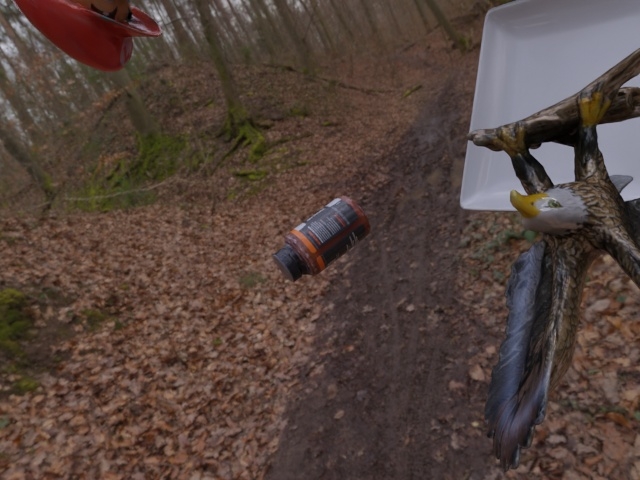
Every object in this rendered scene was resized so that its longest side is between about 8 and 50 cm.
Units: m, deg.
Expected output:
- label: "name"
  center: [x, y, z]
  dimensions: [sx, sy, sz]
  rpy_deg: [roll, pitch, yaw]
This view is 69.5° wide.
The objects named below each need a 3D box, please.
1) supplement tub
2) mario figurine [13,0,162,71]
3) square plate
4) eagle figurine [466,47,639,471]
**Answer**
- label: "supplement tub"
  center: [0.000, 0.000, 0.947]
  dimensions: [0.198, 0.106, 0.106]
  rpy_deg: [-37, 12, -16]
- label: "mario figurine"
  center: [-0.174, -0.309, 0.396]
  dimensions: [0.198, 0.320, 0.170]
  rpy_deg: [-15, 38, -42]
- label: "square plate"
  center: [0.384, -0.206, 0.679]
  dimensions: [0.049, 0.347, 0.344]
  rpy_deg: [5, 3, -40]
- label: "eagle figurine"
  center: [0.220, 0.014, 0.370]
  dimensions: [0.225, 0.298, 0.226]
  rpy_deg: [-5, -23, -9]
